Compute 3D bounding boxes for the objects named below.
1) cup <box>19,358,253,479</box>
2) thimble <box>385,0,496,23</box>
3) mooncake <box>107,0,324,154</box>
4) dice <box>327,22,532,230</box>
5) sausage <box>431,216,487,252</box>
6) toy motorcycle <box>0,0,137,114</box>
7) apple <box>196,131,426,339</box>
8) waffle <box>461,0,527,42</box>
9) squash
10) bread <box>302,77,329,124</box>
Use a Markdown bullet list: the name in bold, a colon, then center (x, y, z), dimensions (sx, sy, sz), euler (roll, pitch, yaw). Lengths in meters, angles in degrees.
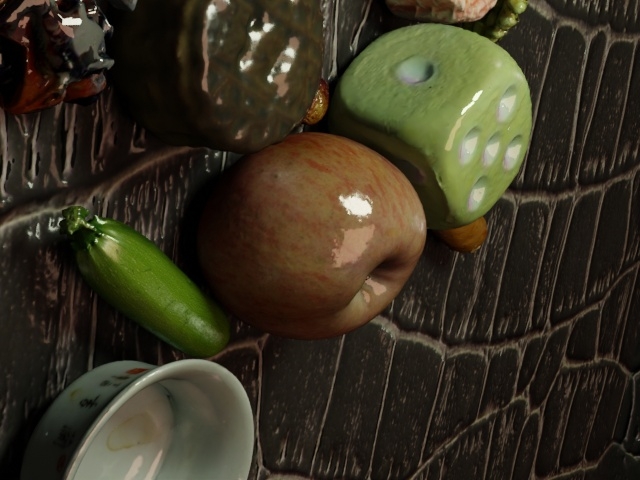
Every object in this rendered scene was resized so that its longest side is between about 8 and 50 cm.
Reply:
- **cup**: center (-0.263, 0.301, 1.323), dimensions (0.347, 0.163, 0.347), euler (-24, 122, -45)
- **thimble**: center (0.197, -0.471, 1.605), dimensions (0.239, 0.162, 0.239), euler (-29, 127, -47)
- **mooncake**: center (-0.124, -0.252, 1.271), dimensions (0.290, 0.161, 0.290), euler (-23, 120, -47)
- **dice**: center (0.176, -0.185, 1.610), dimensions (0.254, 0.252, 0.250), euler (-47, 141, -23)
- **sausage**: center (0.239, -0.071, 1.884), dimensions (0.109, 0.109, 0.270), euler (-58, 143, -18)
- **toy motorcycle**: center (-0.260, -0.291, 1.099), dimensions (0.401, 0.134, 0.207), euler (-61, 143, -12)
- **apple**: center (0.000, 0.000, 1.450), dimensions (0.345, 0.269, 0.345), euler (-28, 127, -45)
- **waffle**: center (0.304, -0.448, 1.735), dimensions (0.054, 0.223, 0.204), euler (7, 85, -19)
- **squash**: center (-0.230, 0.062, 1.318), dimensions (0.101, 0.101, 0.379), euler (-61, 147, -15)
- **bread**: center (-0.020, -0.218, 1.513), dimensions (0.085, 0.053, 0.085), euler (-26, 124, -45)
